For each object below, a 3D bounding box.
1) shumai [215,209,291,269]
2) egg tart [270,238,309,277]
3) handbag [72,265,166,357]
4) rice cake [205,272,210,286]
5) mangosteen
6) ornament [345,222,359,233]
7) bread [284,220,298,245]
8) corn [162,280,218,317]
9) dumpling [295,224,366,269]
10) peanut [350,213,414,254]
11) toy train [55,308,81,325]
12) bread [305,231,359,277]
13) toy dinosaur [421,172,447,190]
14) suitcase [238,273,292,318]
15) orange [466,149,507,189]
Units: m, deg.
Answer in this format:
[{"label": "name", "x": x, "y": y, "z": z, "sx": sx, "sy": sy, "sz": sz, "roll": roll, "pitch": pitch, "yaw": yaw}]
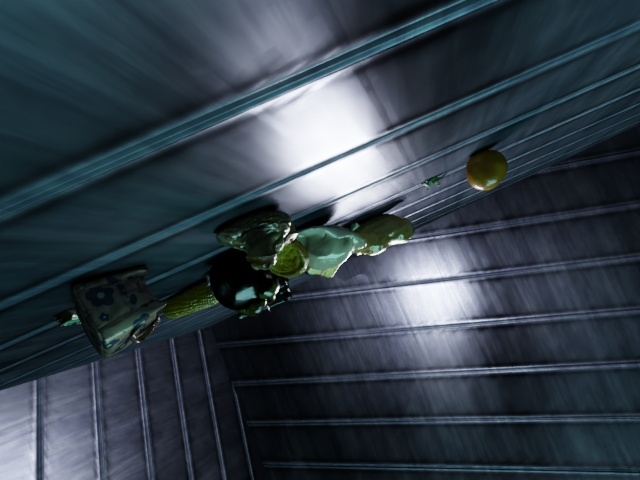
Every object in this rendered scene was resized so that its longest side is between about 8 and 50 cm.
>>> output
[{"label": "shumai", "x": -0.166, "y": 0.005, "z": 1.123, "sx": 0.209, "sy": 0.153, "sz": 0.161, "roll": -16, "pitch": 162, "yaw": -25}, {"label": "egg tart", "x": -0.123, "y": 0.047, "z": 1.487, "sx": 0.191, "sy": 0.191, "sz": 0.074, "roll": -30, "pitch": -160, "yaw": 36}, {"label": "handbag", "x": -0.544, "y": 0.190, "z": 1.133, "sx": 0.193, "sy": 0.190, "sz": 0.251, "roll": -30, "pitch": 172, "yaw": -36}, {"label": "rice cake", "x": -0.316, "y": 0.111, "z": 1.640, "sx": 0.290, "sy": 0.051, "sz": 0.081, "roll": -20, "pitch": 170, "yaw": -25}, {"label": "mangosteen", "x": -0.262, "y": 0.153, "z": 1.441, "sx": 0.242, "sy": 0.243, "sz": 0.243, "roll": -23, "pitch": 171, "yaw": -4}, {"label": "ornament", "x": 0.137, "y": -0.043, "z": 1.902, "sx": 0.041, "sy": 0.068, "sz": 0.092, "roll": 32, "pitch": 86, "yaw": -47}, {"label": "bread", "x": -0.141, "y": -0.010, "z": 1.273, "sx": 0.156, "sy": 0.086, "sz": 0.125, "roll": -25, "pitch": 172, "yaw": 10}, {"label": "corn", "x": -0.529, "y": 0.246, "z": 1.722, "sx": 0.304, "sy": 0.106, "sz": 0.106, "roll": -23, "pitch": 172, "yaw": 23}, {"label": "dumpling", "x": 0.000, "y": 0.000, "z": 1.579, "sx": 0.317, "sy": 0.187, "sz": 0.243, "roll": -21, "pitch": 139, "yaw": 12}, {"label": "peanut", "x": 0.274, "y": -0.035, "z": 1.975, "sx": 0.339, "sy": 0.174, "sz": 0.159, "roll": -27, "pitch": 127, "yaw": -8}, {"label": "toy train", "x": -0.755, "y": 0.238, "z": 1.293, "sx": 0.070, "sy": 0.038, "sz": 0.148, "roll": -28, "pitch": 170, "yaw": 8}, {"label": "bread", "x": 0.024, "y": 0.020, "z": 1.863, "sx": 0.167, "sy": 0.163, "sz": 0.264, "roll": 17, "pitch": 115, "yaw": -39}, {"label": "toy dinosaur", "x": 0.468, "y": -0.245, "z": 1.688, "sx": 0.119, "sy": 0.029, "sz": 0.060, "roll": -26, "pitch": 155, "yaw": 3}, {"label": "suitcase", "x": -0.247, "y": 0.183, "z": 1.730, "sx": 0.229, "sy": 0.152, "sz": 0.335, "roll": -21, "pitch": -172, "yaw": -4}, {"label": "orange", "x": 0.629, "y": -0.272, "z": 1.583, "sx": 0.136, "sy": 0.159, "sz": 0.159, "roll": 23, "pitch": 152, "yaw": -16}]
